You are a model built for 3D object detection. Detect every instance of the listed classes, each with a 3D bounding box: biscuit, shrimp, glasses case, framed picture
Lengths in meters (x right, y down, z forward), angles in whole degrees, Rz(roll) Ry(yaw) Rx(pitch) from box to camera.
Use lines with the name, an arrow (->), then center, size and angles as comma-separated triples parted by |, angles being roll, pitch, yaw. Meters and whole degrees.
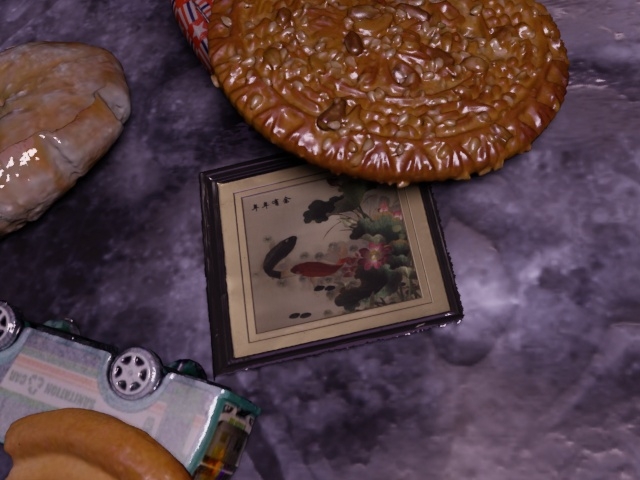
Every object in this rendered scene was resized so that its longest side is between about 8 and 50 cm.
biscuit -> 0.058, -0.168, 0.673 | 0.305, 0.038, 0.305 | 3, 55, -4
shrimp -> -0.370, -0.047, 0.717 | 0.446, 0.110, 0.221 | -36, 52, -13
glasses case -> -0.081, -0.164, 0.729 | 0.049, 0.073, 0.194 | -36, 61, 1
biscuit -> -0.123, 0.210, 0.485 | 0.144, 0.033, 0.224 | -12, 80, 17
framed picture -> 0.000, 0.000, 0.649 | 0.195, 0.010, 0.199 | -13, 57, 6

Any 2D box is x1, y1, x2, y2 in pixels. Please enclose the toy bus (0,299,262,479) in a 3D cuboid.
toy bus -> -0.177, 0.111, 0.582 | 0.262, 0.091, 0.109 | 13, 74, 22
